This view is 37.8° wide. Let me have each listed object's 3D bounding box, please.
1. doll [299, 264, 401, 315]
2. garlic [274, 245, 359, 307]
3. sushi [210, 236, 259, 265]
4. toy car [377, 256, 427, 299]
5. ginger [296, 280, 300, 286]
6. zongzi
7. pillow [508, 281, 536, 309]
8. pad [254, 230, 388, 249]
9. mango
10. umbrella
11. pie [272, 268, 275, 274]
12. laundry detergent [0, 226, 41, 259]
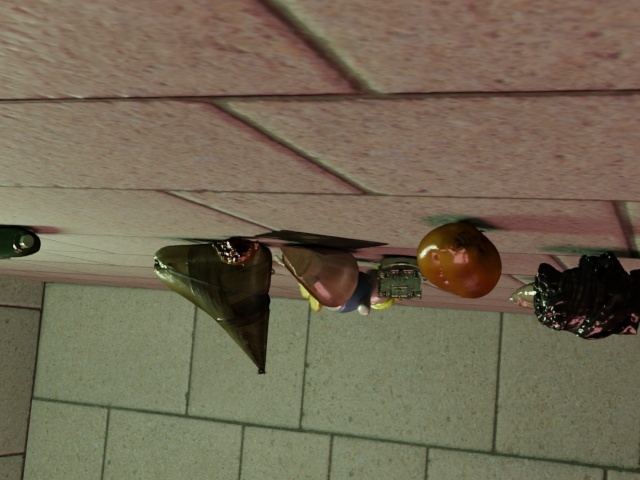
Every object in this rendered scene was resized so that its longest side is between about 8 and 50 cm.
[{"bbox_3d":[0.073,0.095,1.879,0.241,0.098,0.135,4,-177,-43],"label":"doll"},{"bbox_3d":[-0.008,0.060,1.735,0.128,0.148,0.266,-31,179,-15],"label":"garlic"},{"bbox_3d":[-0.145,0.017,1.613,0.099,0.050,0.047,-10,161,27],"label":"sushi"},{"bbox_3d":[0.155,0.066,1.775,0.093,0.058,0.186,2,155,4],"label":"toy car"},{"bbox_3d":[0.015,0.097,2.121,0.137,0.074,0.213,-5,178,0],"label":"ginger"},{"bbox_3d":[-0.198,0.123,1.724,0.221,0.242,0.112,0,179,16],"label":"zongzi"},{"bbox_3d":[0.532,0.124,2.003,0.270,0.067,0.173,10,166,-41],"label":"pillow"},{"bbox_3d":[0.000,0.000,1.542,0.190,0.004,0.127,7,173,-23],"label":"pad"},{"bbox_3d":[0.178,0.017,1.215,0.105,0.084,0.159,2,152,23],"label":"mango"},{"bbox_3d":[0.488,0.075,1.382,0.337,0.128,0.154,-2,-172,11],"label":"umbrella"},{"bbox_3d":[-0.217,0.078,2.159,0.129,0.068,0.282,8,169,-33],"label":"pie"},{"bbox_3d":[-0.602,0.005,1.800,0.211,0.063,0.137,-4,171,44],"label":"laundry detergent"}]
